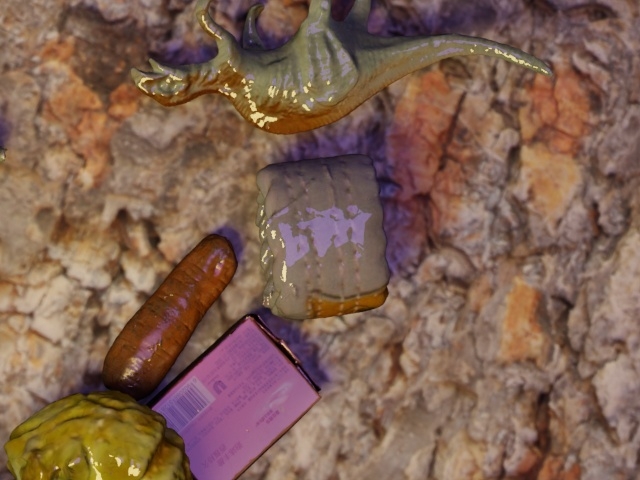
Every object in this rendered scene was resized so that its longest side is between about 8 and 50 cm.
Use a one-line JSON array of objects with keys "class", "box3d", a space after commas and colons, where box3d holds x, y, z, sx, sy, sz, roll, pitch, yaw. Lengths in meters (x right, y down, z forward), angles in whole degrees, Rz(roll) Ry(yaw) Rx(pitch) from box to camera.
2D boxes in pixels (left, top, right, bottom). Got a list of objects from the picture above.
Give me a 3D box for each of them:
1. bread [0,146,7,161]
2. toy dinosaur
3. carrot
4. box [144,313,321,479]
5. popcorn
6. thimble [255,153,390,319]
[{"class": "bread", "box3d": [-0.379, -0.097, 1.857, 0.172, 0.064, 0.232, 2, 88, -10]}, {"class": "toy dinosaur", "box3d": [0.025, -0.192, 1.916, 0.392, 0.092, 0.206, 12, 85, -10]}, {"class": "carrot", "box3d": [-0.142, 0.070, 1.892, 0.060, 0.060, 0.186, 36, 80, -6]}, {"class": "box", "box3d": [-0.086, 0.157, 1.895, 0.156, 0.060, 0.111, -41, 94, -6]}, {"class": "popcorn", "box3d": [-0.213, 0.244, 1.805, 0.212, 0.198, 0.198, -37, 93, -22]}, {"class": "thimble", "box3d": [-0.001, -0.002, 1.883, 0.117, 0.127, 0.151, -6, 86, -8]}]
